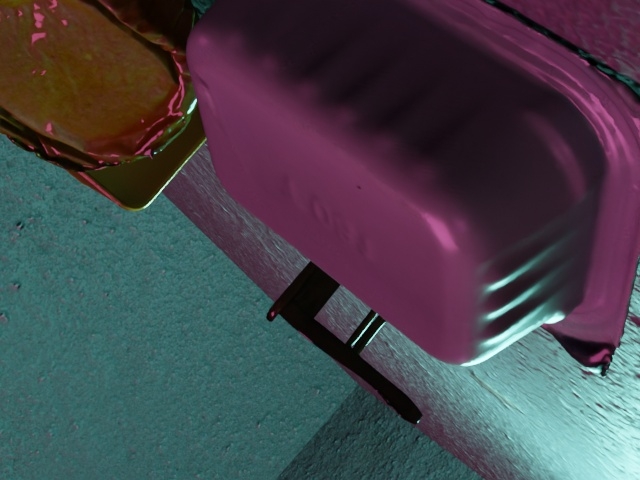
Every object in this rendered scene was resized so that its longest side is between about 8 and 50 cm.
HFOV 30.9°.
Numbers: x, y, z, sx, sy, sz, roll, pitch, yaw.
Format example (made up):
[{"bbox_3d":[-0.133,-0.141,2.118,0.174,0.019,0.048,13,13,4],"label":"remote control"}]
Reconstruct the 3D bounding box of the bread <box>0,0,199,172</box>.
[{"bbox_3d":[-0.227,-0.187,1.048,0.253,0.227,0.142,41,-152,-37],"label":"bread"}]

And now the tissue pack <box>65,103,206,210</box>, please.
[{"bbox_3d":[-0.230,-0.151,1.332,0.145,0.194,0.274,45,172,-20],"label":"tissue pack"}]

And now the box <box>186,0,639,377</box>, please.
[{"bbox_3d":[0.033,-0.048,0.718,0.336,0.106,0.264,38,157,29],"label":"box"}]

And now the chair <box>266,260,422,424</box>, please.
[{"bbox_3d":[0.005,-0.006,1.036,0.319,0.186,0.160,40,177,0],"label":"chair"}]
